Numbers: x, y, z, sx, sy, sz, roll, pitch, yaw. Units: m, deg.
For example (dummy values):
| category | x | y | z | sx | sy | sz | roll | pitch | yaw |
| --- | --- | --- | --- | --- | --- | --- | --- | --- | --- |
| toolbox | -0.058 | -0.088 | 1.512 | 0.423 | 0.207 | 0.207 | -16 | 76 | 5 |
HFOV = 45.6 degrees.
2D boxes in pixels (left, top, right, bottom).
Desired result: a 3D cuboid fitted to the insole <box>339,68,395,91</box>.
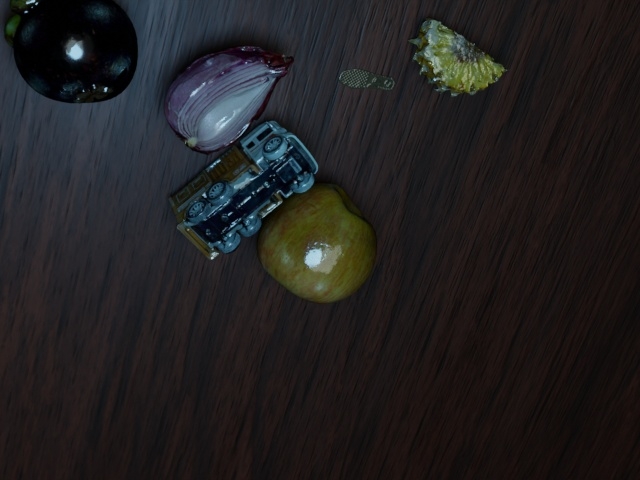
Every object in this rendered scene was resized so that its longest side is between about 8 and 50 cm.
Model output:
| category | x | y | z | sx | sy | sz | roll | pitch | yaw |
| --- | --- | --- | --- | --- | --- | --- | --- | --- | --- |
| insole | 0.105 | -0.354 | 1.688 | 0.135 | 0.002 | 0.045 | 6 | 112 | -21 |

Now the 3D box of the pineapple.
| category | x | y | z | sx | sy | sz | roll | pitch | yaw |
| --- | --- | --- | --- | --- | --- | --- | --- | --- | --- |
| pineapple | 0.292 | -0.384 | 1.699 | 0.233 | 0.079 | 0.135 | 24 | 95 | -20 |

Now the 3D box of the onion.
| category | x | y | z | sx | sy | sz | roll | pitch | yaw |
| --- | --- | --- | --- | --- | --- | --- | --- | --- | --- |
| onion | -0.186 | -0.308 | 1.530 | 0.284 | 0.120 | 0.227 | -35 | 160 | -4 |

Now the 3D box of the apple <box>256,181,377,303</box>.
| category | x | y | z | sx | sy | sz | roll | pitch | yaw |
| --- | --- | --- | --- | --- | --- | --- | --- | --- | --- |
| apple | 0.000 | 0.000 | 1.668 | 0.264 | 0.264 | 0.264 | -7 | 115 | -15 |

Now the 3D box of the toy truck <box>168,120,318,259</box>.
| category | x | y | z | sx | sy | sz | roll | pitch | yaw |
| --- | --- | --- | --- | --- | --- | --- | --- | --- | --- |
| toy truck | -0.167 | -0.118 | 1.611 | 0.305 | 0.162 | 0.136 | -39 | 131 | 1 |

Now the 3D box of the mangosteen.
| category | x | y | z | sx | sy | sz | roll | pitch | yaw |
| --- | --- | --- | --- | --- | --- | --- | --- | --- | --- |
| mangosteen | -0.453 | -0.367 | 1.390 | 0.243 | 0.243 | 0.242 | -7 | 115 | -15 |
